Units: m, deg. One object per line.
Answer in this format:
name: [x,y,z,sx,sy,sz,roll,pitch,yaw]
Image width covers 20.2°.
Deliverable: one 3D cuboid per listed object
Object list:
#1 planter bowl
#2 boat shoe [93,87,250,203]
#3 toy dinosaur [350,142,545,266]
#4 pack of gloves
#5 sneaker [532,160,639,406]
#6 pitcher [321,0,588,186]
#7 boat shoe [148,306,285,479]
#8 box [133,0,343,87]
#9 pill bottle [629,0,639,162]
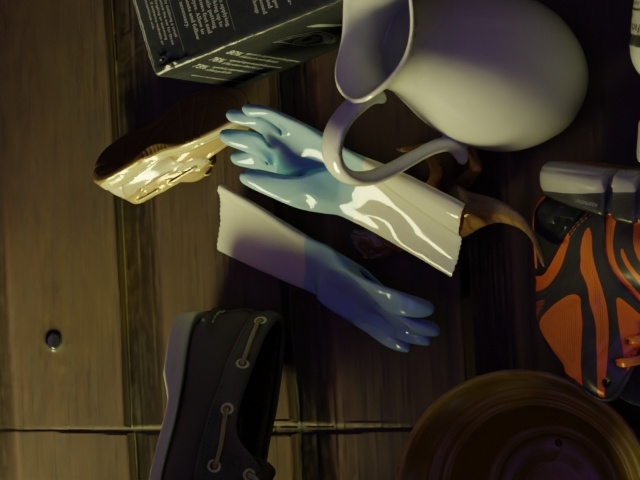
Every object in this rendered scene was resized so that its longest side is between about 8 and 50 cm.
planter bowl: [0.175,0.208,1.439,0.217,0.090,0.217,0,91,24]
boat shoe: [-0.120,-0.080,1.585,0.170,0.059,0.063,-22,44,30]
toy dinosaur: [0.114,-0.028,1.475,0.211,0.064,0.112,-9,89,48]
pack of gloves: [0.000,0.000,1.482,0.232,0.046,0.195,28,139,21]
sneaker: [0.290,0.043,1.341,0.321,0.124,0.180,11,99,51]
pitcher: [0.099,-0.115,1.395,0.125,0.207,0.178,32,105,49]
boat shoe: [-0.081,0.188,1.493,0.091,0.109,0.305,-8,55,16]
box: [-0.031,-0.213,1.490,0.207,0.153,0.108,-19,83,22]
pill bottle: [0.312,-0.190,1.324,0.162,0.162,0.278,8,100,24]
